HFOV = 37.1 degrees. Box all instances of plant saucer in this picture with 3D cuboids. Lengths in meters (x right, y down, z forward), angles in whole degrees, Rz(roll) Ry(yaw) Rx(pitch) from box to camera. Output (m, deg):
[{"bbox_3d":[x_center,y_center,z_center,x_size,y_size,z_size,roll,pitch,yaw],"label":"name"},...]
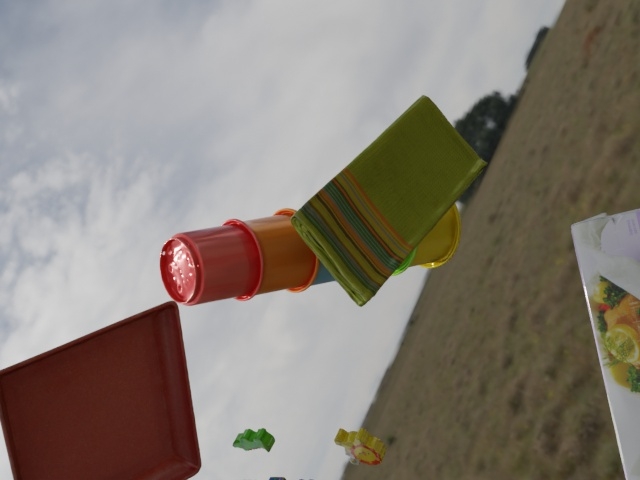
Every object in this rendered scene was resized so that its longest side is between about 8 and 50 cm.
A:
[{"bbox_3d":[-0.278,0.228,1.195,0.258,0.048,0.259,-22,-65,-40],"label":"plant saucer"}]

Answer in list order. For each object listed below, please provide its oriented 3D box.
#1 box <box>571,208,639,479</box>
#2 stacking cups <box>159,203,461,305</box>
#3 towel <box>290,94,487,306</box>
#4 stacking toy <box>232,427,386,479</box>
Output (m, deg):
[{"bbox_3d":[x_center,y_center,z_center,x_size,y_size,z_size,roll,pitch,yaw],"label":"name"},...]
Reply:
[{"bbox_3d":[0.253,0.138,0.712,0.067,0.063,0.324,22,-123,-66],"label":"box"},{"bbox_3d":[0.000,0.000,0.903,0.316,0.096,0.096,-9,-52,-43],"label":"stacking cups"},{"bbox_3d":[0.072,-0.046,0.893,0.237,0.102,0.021,-45,9,-39],"label":"towel"},{"bbox_3d":[-0.046,0.296,1.100,0.052,0.221,0.167,57,-136,-27],"label":"stacking toy"}]
